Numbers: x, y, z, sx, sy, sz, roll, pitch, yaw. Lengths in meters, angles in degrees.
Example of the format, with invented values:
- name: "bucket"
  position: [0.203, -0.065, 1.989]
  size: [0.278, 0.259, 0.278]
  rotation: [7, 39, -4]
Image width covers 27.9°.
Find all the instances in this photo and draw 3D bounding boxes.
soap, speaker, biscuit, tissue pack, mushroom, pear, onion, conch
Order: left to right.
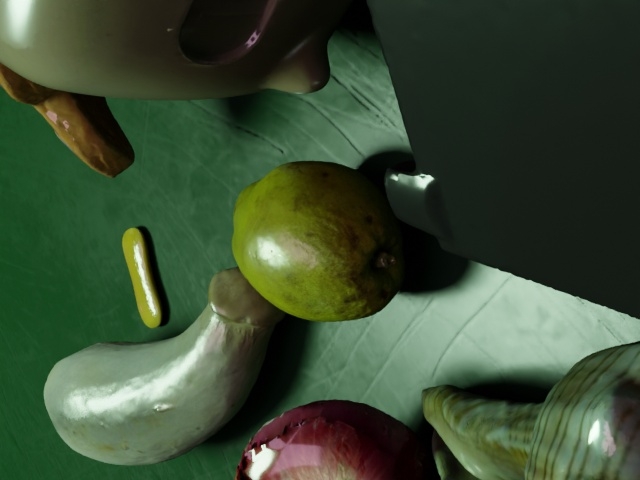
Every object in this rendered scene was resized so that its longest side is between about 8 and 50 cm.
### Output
- name: "biscuit"
  position: [-0.230, -0.180, 1.022]
  size: [0.049, 0.205, 0.324]
  rotation: [-32, 46, 11]
- name: "soap"
  position: [-0.154, 0.032, 1.113]
  size: [0.034, 0.012, 0.089]
  rotation: [-22, 82, 49]
- name: "mushroom"
  position: [-0.117, 0.111, 1.033]
  size: [0.270, 0.103, 0.118]
  rotation: [-27, 83, 38]
- name: "tissue pack"
  position: [-0.079, -0.268, 0.766]
  size: [0.277, 0.267, 0.387]
  rotation: [53, 132, 32]
- name: "pear"
  position: [0.000, 0.000, 0.865]
  size: [0.131, 0.107, 0.107]
  rotation: [13, 108, 35]
- name: "onion"
  position: [0.013, 0.166, 0.893]
  size: [0.150, 0.140, 0.150]
  rotation: [2, 111, 5]
- name: "conch"
  position: [0.168, 0.145, 0.676]
  size: [0.386, 0.170, 0.203]
  rotation: [173, 108, -81]
- name: "speaker"
  position: [0.151, -0.104, 0.559]
  size: [0.254, 0.184, 0.232]
  rotation: [20, 140, 46]
